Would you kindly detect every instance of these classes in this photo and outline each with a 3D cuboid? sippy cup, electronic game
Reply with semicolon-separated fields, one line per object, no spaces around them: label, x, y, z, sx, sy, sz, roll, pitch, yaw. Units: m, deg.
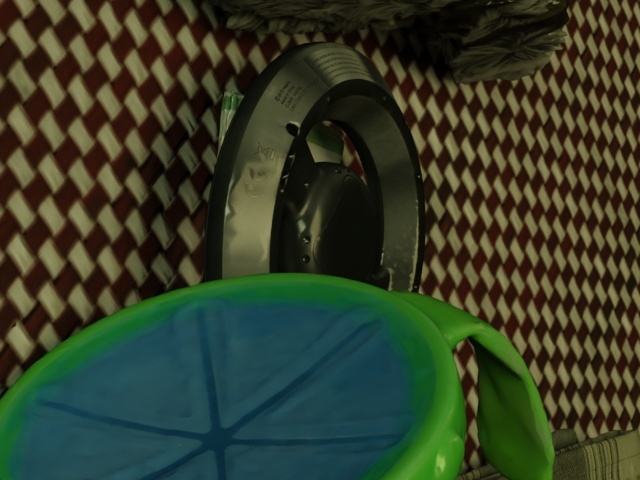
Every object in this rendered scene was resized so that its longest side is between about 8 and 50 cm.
sippy cup;-0.028;0.169;0.886;0.240;0.305;0.224;-93;170;-59
electronic game;0.000;0.000;1.047;0.229;0.048;0.229;-15;108;-59

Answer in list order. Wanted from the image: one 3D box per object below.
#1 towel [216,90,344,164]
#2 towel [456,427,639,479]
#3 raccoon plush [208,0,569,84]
towel;-0.023;-0.004;1.073;0.113;0.023;0.152;19;70;-51
towel;0.148;0.302;1.260;0.312;0.056;0.324;-7;93;-52
raccoon plush;0.012;-0.277;1.096;0.446;0.216;0.299;60;16;-76
